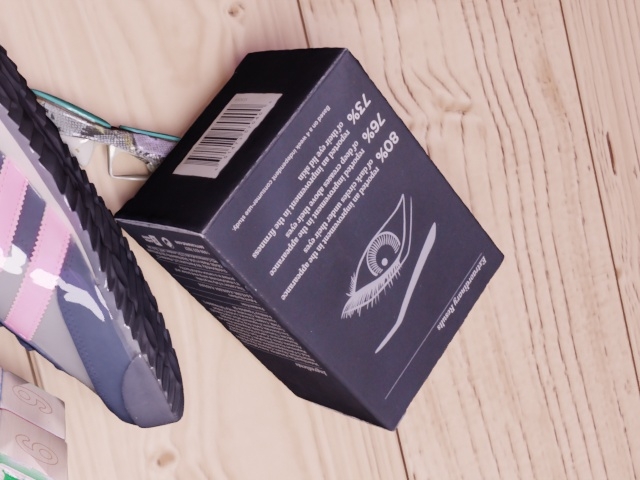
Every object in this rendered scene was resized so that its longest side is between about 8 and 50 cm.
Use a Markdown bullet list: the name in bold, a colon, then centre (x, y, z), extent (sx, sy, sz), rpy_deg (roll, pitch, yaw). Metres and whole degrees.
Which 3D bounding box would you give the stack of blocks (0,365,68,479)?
- **stack of blocks**: centre (-0.274, 0.065, 0.524), extent (0.297, 0.087, 0.171), rpy_deg (36, 100, -25)

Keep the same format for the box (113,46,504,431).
- **box**: centre (0.000, 0.000, 0.689), extent (0.153, 0.108, 0.207), rpy_deg (-53, 124, -20)

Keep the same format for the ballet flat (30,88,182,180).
- **ballet flat**: centre (-0.136, -0.061, 0.674), extent (0.114, 0.041, 0.041), rpy_deg (17, 80, -27)

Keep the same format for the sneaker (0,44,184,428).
- **sneaker**: centre (-0.198, -0.003, 0.618), extent (0.131, 0.112, 0.319), rpy_deg (-29, 110, 3)
